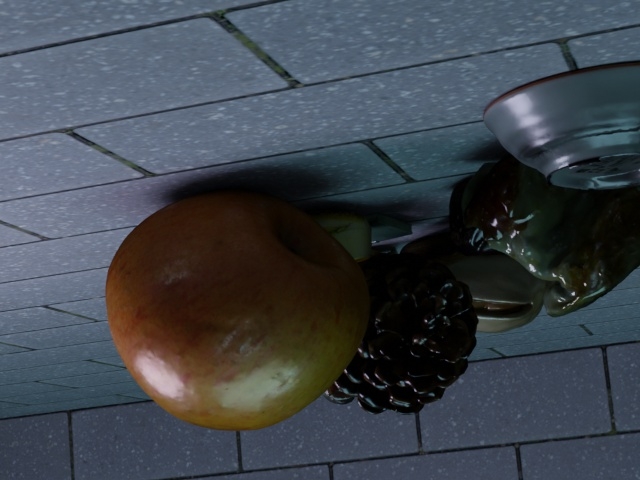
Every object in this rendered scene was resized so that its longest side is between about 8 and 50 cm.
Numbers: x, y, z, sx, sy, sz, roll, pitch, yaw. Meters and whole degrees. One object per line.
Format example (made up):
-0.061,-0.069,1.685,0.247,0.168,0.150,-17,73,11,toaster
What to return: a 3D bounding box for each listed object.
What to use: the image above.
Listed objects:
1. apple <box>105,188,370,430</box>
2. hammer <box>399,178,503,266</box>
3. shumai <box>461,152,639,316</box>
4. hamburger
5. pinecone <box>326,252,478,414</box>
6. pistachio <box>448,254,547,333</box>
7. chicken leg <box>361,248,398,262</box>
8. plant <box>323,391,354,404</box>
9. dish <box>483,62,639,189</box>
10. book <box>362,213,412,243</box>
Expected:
-0.096,0.077,1.739,0.275,0.299,0.299,-37,155,23,apple
0.228,0.000,1.983,0.242,0.095,0.409,-1,170,-23,hammer
0.311,-0.056,1.700,0.272,0.204,0.222,-35,173,-40,shumai
0.000,0.000,1.900,0.141,0.082,0.126,-13,177,-30,hamburger
0.104,0.123,1.954,0.224,0.224,0.272,1,173,-27,pinecone
0.257,0.082,2.304,0.223,0.126,0.152,-1,-157,-15,pistachio
0.076,0.060,2.208,0.088,0.103,0.227,3,-173,-10,chicken leg
-0.041,0.142,2.160,0.274,0.146,0.149,23,-162,27,plant
0.303,-0.105,1.512,0.260,0.085,0.260,-5,169,-1,dish
0.049,-0.011,2.020,0.135,0.017,0.103,-13,163,32,book
